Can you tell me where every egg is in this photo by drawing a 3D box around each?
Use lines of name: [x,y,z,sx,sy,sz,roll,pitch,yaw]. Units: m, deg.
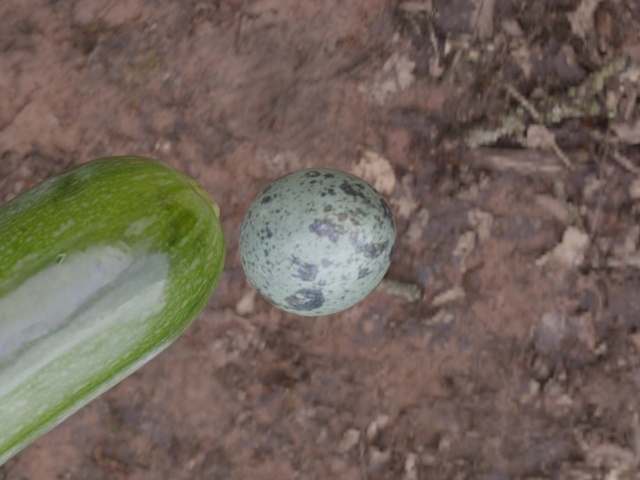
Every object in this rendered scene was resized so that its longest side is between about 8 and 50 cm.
egg: [0.000,0.000,1.163,0.132,0.132,0.172,45,153,-16]

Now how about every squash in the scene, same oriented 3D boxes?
squash: [-0.123,0.053,0.375,0.229,0.066,0.066,-39,111,-13]
